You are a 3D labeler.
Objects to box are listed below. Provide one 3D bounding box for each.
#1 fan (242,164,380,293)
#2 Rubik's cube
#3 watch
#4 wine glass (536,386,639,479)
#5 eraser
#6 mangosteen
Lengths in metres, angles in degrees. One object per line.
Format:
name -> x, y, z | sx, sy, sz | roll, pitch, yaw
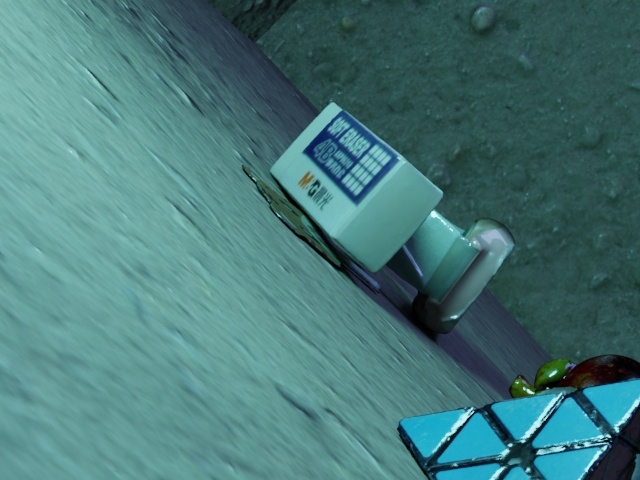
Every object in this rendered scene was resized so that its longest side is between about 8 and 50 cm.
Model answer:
fan -> 0.000, 0.000, 1.954 | 0.227, 0.008, 0.152 | 40, 7, -36
Rubik's cube -> 0.134, 0.201, 1.332 | 0.178, 0.211, 0.190 | 26, -38, 30
watch -> 0.109, -0.016, 2.187 | 0.241, 0.162, 0.253 | 39, 3, 2
wine glass -> 0.292, 0.250, 1.806 | 0.231, 0.103, 0.103 | 44, 5, -43
eraser -> 0.036, -0.066, 2.022 | 0.081, 0.124, 0.279 | 40, 2, -25
mangosteen -> 0.306, 0.208, 1.974 | 0.200, 0.200, 0.200 | 45, 6, -6
